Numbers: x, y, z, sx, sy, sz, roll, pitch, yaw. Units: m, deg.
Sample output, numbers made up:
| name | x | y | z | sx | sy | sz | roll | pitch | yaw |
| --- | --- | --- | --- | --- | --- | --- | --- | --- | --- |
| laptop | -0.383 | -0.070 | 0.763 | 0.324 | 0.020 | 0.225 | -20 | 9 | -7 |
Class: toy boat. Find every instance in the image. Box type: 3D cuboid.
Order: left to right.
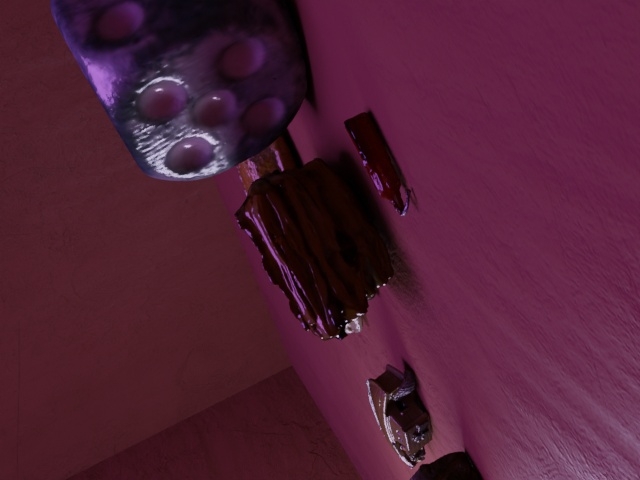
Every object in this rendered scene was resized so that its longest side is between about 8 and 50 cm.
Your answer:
| name | x | y | z | sx | sy | sz | roll | pitch | yaw |
| --- | --- | --- | --- | --- | --- | --- | --- | --- | --- |
| toy boat | 0.180 | 0.386 | 1.965 | 0.121 | 0.089 | 0.321 | 40 | 157 | 40 |

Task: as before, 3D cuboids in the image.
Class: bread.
| name | x | y | z | sx | sy | sz | roll | pitch | yaw |
| --- | --- | --- | --- | --- | --- | --- | --- | --- | --- |
| bread | -0.100 | -0.130 | 2.029 | 0.245 | 0.121 | 0.174 | 70 | 162 | -8 |
| bread | 0.000 | 0.000 | 1.648 | 0.314 | 0.192 | 0.370 | 59 | -177 | -3 |

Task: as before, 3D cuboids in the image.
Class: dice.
| name | x | y | z | sx | sy | sz | roll | pitch | yaw |
| --- | --- | --- | --- | --- | --- | --- | --- | --- | --- |
| dice | -0.231 | -0.332 | 1.580 | 0.328 | 0.348 | 0.330 | 58 | 175 | 34 |

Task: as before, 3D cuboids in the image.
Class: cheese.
| name | x | y | z | sx | sy | sz | roll | pitch | yaw |
| --- | --- | --- | --- | --- | --- | --- | --- | --- | --- |
| cheese | 0.055 | 0.136 | 2.059 | 0.194 | 0.065 | 0.043 | 76 | -155 | -43 |

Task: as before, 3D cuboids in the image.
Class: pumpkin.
| name | x | y | z | sx | sy | sz | roll | pitch | yaw |
| --- | --- | --- | --- | --- | --- | --- | --- | --- | --- |
| pumpkin | 0.248 | 0.544 | 1.773 | 0.111 | 0.163 | 0.278 | 55 | 168 | 50 |

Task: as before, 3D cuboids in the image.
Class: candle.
| name | x | y | z | sx | sy | sz | roll | pitch | yaw |
| --- | --- | --- | --- | --- | --- | --- | --- | --- | --- |
| candle | 0.088 | -0.110 | 1.325 | 0.162 | 0.048 | 0.053 | 64 | -155 | 2 |

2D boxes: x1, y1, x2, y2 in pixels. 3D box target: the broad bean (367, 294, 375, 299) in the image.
| name | x | y | z | sx | sy | sz | roll | pitch | yaw |
| --- | --- | --- | --- | --- | --- | --- | --- | --- | --- |
| broad bean | 0.081 | 0.082 | 1.840 | 0.083 | 0.045 | 0.063 | 58 | 173 | -9 |
